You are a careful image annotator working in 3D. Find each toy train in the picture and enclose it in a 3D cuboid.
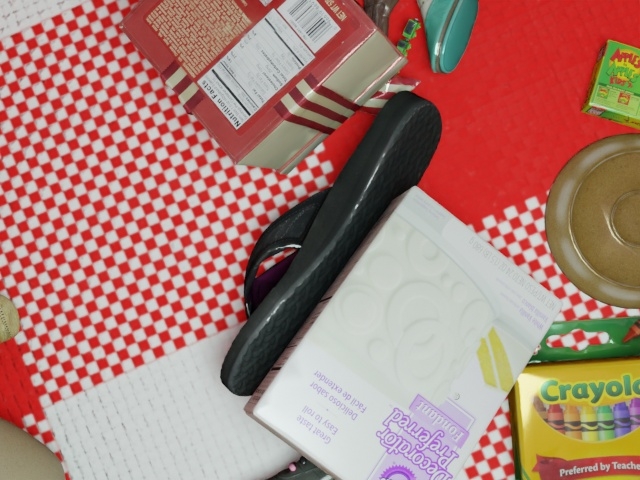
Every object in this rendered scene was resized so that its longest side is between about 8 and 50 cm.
[{"bbox_3d":[0.110,-0.258,1.137,0.017,0.023,0.083,31,115,12],"label":"toy train"}]

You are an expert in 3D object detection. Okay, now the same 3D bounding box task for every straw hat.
[{"bbox_3d":[-0.442,0.106,1.142,0.061,0.144,0.144,-25,85,-38],"label":"straw hat"}]

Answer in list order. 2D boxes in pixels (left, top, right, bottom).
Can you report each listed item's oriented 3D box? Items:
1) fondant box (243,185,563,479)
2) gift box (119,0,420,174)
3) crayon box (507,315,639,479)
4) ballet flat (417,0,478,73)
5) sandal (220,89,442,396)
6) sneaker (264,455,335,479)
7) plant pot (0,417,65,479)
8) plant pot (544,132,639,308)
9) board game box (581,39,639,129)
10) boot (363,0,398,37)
[{"bbox_3d":[0.102,0.138,1.014,0.238,0.096,0.330,37,77,-5],"label":"fondant box"},{"bbox_3d":[-0.035,-0.242,1.040,0.276,0.258,0.255,-37,85,11],"label":"gift box"},{"bbox_3d":[0.348,0.261,1.084,0.202,0.081,0.319,-5,86,3],"label":"crayon box"},{"bbox_3d":[0.180,-0.340,1.133,0.087,0.083,0.247,23,88,28],"label":"ballet flat"},{"bbox_3d":[0.002,0.000,1.098,0.107,0.167,0.446,29,81,29],"label":"sandal"},{"bbox_3d":[0.021,0.257,1.096,0.295,0.104,0.147,-15,85,-3],"label":"sneaker"},{"bbox_3d":[-0.428,0.337,1.055,0.191,0.284,0.284,7,87,-33],"label":"plant pot"},{"bbox_3d":[0.418,-0.028,1.119,0.236,0.032,0.236,0,86,3],"label":"plant pot"},{"bbox_3d":[0.449,-0.190,1.117,0.181,0.043,0.092,18,86,4],"label":"board game box"},{"bbox_3d":[0.092,-0.292,1.129,0.106,0.037,0.114,5,82,48],"label":"boot"}]
